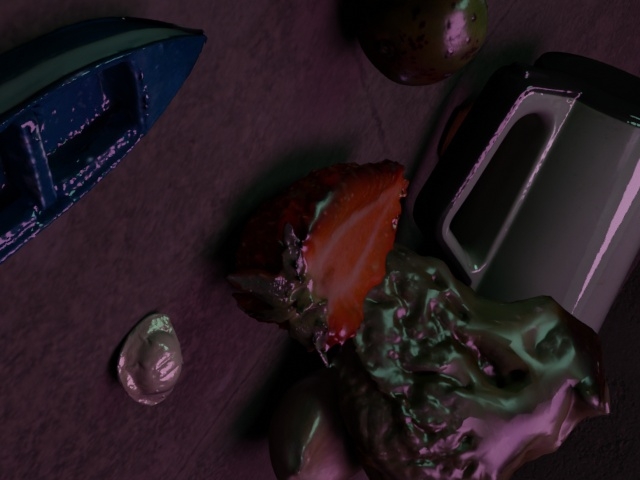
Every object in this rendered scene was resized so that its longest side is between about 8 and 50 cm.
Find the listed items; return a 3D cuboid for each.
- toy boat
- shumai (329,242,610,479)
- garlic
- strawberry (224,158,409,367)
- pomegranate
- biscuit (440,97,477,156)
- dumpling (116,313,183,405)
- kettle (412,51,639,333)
[{"bbox_3d":[-0.183,-0.056,0.602,0.299,0.062,0.096,-44,151,-31],"label":"toy boat"},{"bbox_3d":[0.178,0.159,1.171,0.217,0.283,0.345,3,79,-73],"label":"shumai"},{"bbox_3d":[0.018,0.219,1.252,0.318,0.112,0.143,-1,87,-61],"label":"garlic"},{"bbox_3d":[-0.002,-0.014,0.981,0.228,0.098,0.174,-62,143,-27],"label":"strawberry"},{"bbox_3d":[0.096,-0.199,0.915,0.130,0.130,0.130,-45,152,-32],"label":"pomegranate"},{"bbox_3d":[0.189,-0.133,1.309,0.102,0.019,0.130,-58,157,-1],"label":"biscuit"},{"bbox_3d":[-0.150,0.106,0.883,0.059,0.043,0.077,0,123,-38],"label":"dumpling"},{"bbox_3d":[0.270,-0.042,1.324,0.361,0.250,0.376,4,121,-33],"label":"kettle"}]
